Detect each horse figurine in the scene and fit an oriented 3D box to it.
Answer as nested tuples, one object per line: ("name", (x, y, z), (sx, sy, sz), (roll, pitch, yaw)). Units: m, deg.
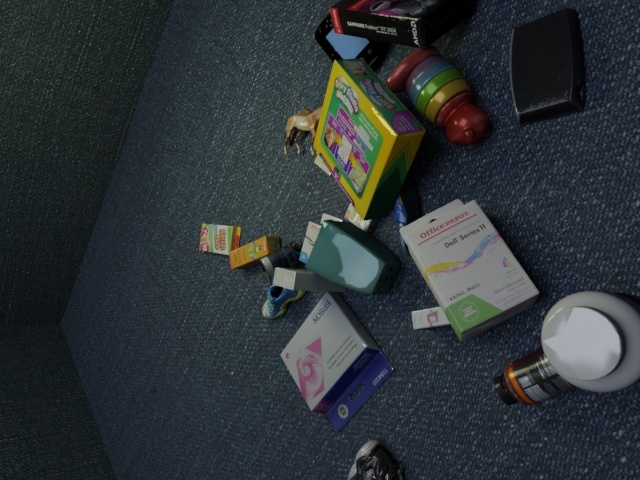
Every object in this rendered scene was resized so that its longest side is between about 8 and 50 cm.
("horse figurine", (-0.058, -0.397, 1.757), (0.263, 0.066, 0.175), (10, 100, 46))

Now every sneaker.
("sneaker", (-0.132, 0.089, 1.774), (0.086, 0.163, 0.226), (53, 162, 16))
("sneaker", (-0.165, 0.206, 1.756), (0.240, 0.126, 0.091), (-44, 57, 31))
("sneaker", (0.253, -0.055, 1.440), (0.082, 0.069, 0.210), (158, 106, -69))
("sneaker", (0.151, 0.732, 1.402), (0.153, 0.101, 0.269), (24, 99, 45))

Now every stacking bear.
("stacking bear", (0.342, -0.377, 1.331), (0.289, 0.175, 0.164), (56, 129, 22))

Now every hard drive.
("hard drive", (0.549, -0.428, 1.198), (0.171, 0.054, 0.255), (-7, 80, 43))

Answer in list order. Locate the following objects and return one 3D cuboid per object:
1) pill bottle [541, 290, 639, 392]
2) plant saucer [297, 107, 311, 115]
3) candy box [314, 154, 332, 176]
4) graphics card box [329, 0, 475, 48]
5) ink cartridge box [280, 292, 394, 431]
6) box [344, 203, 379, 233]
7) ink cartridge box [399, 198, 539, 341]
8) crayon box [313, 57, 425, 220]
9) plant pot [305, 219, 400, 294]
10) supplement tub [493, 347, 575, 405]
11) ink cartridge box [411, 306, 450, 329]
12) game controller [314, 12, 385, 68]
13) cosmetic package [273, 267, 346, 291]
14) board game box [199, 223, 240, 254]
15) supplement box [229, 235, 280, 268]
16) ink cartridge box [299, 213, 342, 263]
("pill bottle", (0.548, 0.189, 0.936), (0.181, 0.322, 0.182), (-7, 80, 44))
("plant saucer", (-0.067, -0.456, 1.821), (0.083, 0.015, 0.084), (-6, 81, 44))
("candy box", (0.057, -0.334, 1.678), (0.105, 0.027, 0.206), (45, 115, 37))
("graphics card box", (0.231, -0.677, 1.424), (0.232, 0.094, 0.370), (-39, 46, -19))
("ink cartridge box", (0.037, 0.392, 1.582), (0.324, 0.071, 0.330), (-56, 50, 23))
("box", (0.161, -0.138, 1.547), (0.114, 0.036, 0.207), (38, 111, 40))
("ink cartridge box", (0.354, 0.045, 1.229), (0.207, 0.119, 0.354), (-28, 62, 4))
("crayon box", (0.124, -0.297, 1.426), (0.363, 0.106, 0.313), (60, 148, 33))
("plant pot", (0.113, 0.064, 1.492), (0.234, 0.165, 0.166), (31, 106, 32))
("supplement tub", (0.501, 0.311, 1.118), (0.198, 0.106, 0.106), (-40, 59, 34))
("ink cartridge box", (0.323, 0.209, 1.312), (0.122, 0.088, 0.052), (-17, 70, 41))
("game controller", (0.096, -0.678, 1.656), (0.166, 0.067, 0.319), (-49, 55, 28))
("cosmetic package", (-0.028, 0.126, 1.556), (0.098, 0.238, 0.061), (12, 93, 44))
("board game box", (-0.439, -0.005, 2.112), (0.259, 0.039, 0.124), (6, 90, 41))
("supplement box", (-0.256, 0.049, 1.898), (0.233, 0.080, 0.078), (-22, 72, 38))
("ink cartridge box", (0.000, 0.000, 1.668), (0.104, 0.060, 0.180), (22, 100, 44))
